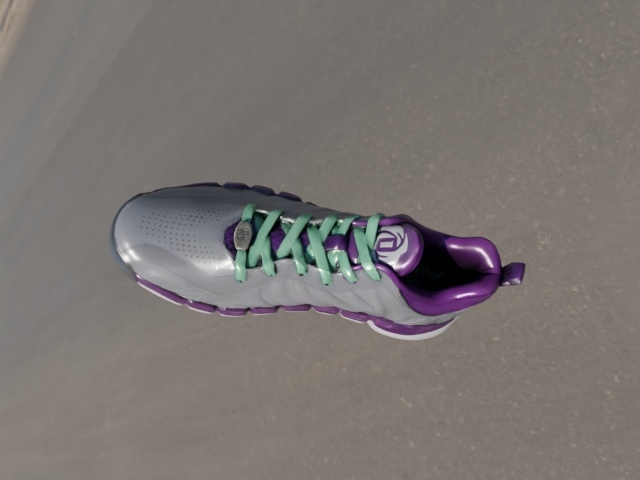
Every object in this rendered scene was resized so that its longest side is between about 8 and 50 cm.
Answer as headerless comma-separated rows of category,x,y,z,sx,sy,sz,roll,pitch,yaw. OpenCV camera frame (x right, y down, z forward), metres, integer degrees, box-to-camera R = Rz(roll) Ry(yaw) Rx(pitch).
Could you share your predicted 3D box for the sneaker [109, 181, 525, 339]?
sneaker,0.000,0.000,0.346,0.098,0.223,0.083,139,138,-61
